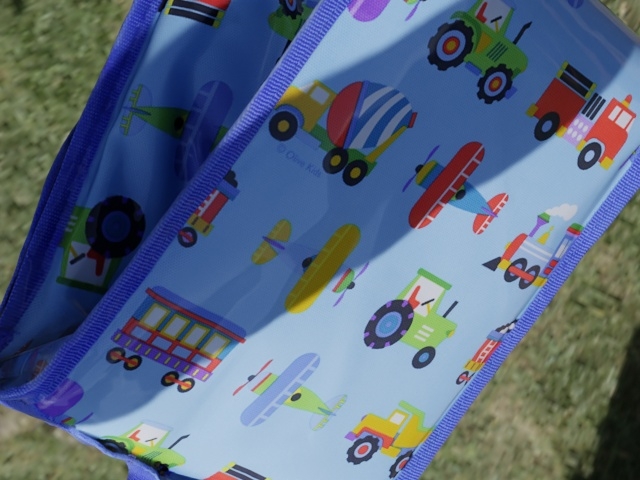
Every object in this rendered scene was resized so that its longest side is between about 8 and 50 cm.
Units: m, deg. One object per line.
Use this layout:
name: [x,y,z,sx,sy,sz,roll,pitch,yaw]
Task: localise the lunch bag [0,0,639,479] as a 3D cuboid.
lunch bag: [0.000,0.000,0.733,0.138,0.221,0.293,28,89,46]
